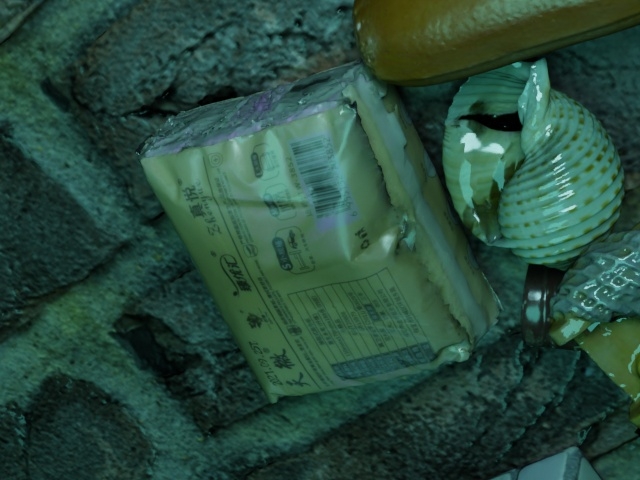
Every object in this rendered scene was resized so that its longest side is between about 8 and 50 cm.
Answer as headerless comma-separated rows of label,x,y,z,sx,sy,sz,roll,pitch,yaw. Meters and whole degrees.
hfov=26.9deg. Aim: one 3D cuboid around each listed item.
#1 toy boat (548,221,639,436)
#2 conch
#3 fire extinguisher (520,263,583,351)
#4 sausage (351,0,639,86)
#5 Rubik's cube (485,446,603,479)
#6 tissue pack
toy boat,0.346,-0.038,0.878,0.445,0.162,0.136,-40,99,19
conch,0.161,-0.053,1.003,0.135,0.102,0.153,-7,85,36
fire extinguisher,0.288,0.071,1.052,0.252,0.075,0.106,5,124,15
sausage,0.149,-0.181,0.929,0.274,0.105,0.105,-16,114,26
Rubik's cube,0.171,0.380,1.168,0.259,0.253,0.256,-28,107,29
tissue pack,0.000,0.000,1.078,0.215,0.123,0.256,-14,114,28
